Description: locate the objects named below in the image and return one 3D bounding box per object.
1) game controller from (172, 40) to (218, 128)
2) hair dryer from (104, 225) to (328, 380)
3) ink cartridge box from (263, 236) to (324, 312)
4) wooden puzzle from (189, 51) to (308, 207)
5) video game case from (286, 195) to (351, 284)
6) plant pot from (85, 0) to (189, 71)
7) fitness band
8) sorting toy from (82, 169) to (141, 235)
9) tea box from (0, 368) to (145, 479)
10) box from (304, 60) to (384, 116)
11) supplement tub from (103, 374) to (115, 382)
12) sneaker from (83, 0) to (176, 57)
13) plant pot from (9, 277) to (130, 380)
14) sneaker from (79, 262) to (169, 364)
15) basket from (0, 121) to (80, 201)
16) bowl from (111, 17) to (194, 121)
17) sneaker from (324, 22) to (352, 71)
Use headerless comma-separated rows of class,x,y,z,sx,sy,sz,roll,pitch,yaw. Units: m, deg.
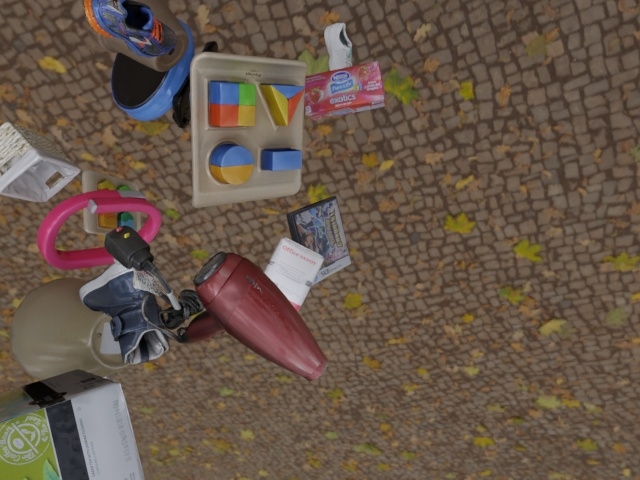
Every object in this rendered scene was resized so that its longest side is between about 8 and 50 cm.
game controller,-0.430,-0.546,1.796,0.067,0.320,0.166,24,155,-8
hair dryer,-0.120,0.089,0.654,0.293,0.080,0.224,24,148,17
ink cartridge box,-0.106,0.117,1.672,0.158,0.218,0.092,27,174,-5
wooden puzzle,-0.151,-0.252,1.221,0.080,0.322,0.348,25,117,41
video game case,0.000,0.000,1.887,0.035,0.248,0.275,-1,107,44
plant pot,-0.540,-0.648,1.582,0.229,0.263,0.263,42,132,4
fitness band,-0.507,-0.022,1.205,0.054,0.290,0.209,45,116,21
sorting toy,-0.638,-0.108,1.596,0.038,0.193,0.208,-10,171,25
tea box,-0.504,0.373,0.842,0.328,0.323,0.220,-14,90,53
box,0.074,-0.473,1.642,0.256,0.128,0.123,-9,92,11
supplement tub,-0.644,0.413,1.506,0.070,0.071,0.107,23,170,-10
sneaker,-0.357,-0.424,1.024,0.087,0.221,0.083,-3,95,23
plant pot,-0.519,0.213,1.167,0.273,0.257,0.257,-3,135,43
sneaker,-0.336,0.135,0.876,0.226,0.086,0.164,-28,78,47
basket,-0.595,-0.157,1.045,0.113,0.167,0.103,-41,88,-1
bowl,-0.613,-0.627,1.847,0.390,0.392,0.077,-22,158,30
sneaker,0.077,-0.609,1.703,0.094,0.080,0.212,9,123,53
